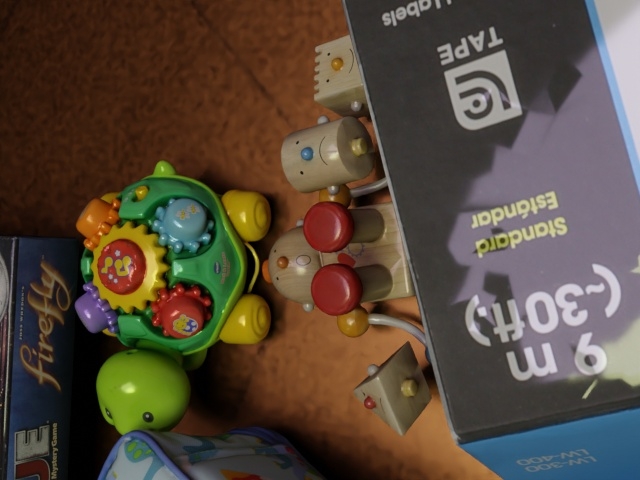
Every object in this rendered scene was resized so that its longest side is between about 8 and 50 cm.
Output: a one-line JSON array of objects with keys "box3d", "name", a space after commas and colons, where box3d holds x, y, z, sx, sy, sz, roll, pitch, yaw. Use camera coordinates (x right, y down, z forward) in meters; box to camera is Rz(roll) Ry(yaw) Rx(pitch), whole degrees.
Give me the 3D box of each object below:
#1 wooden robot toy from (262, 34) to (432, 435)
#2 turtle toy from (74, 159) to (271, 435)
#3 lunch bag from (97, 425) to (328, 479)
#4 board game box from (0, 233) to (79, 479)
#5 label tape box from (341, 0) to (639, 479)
[{"box3d": [0.000, 0.000, 0.504, 0.079, 0.076, 0.173, -11, 84, 36], "name": "wooden robot toy"}, {"box3d": [-0.077, 0.027, 0.539, 0.095, 0.066, 0.130, 0, 90, 26], "name": "turtle toy"}, {"box3d": [-0.027, 0.190, 0.471, 0.219, 0.090, 0.176, 29, 104, 45], "name": "lunch bag"}, {"box3d": [-0.229, 0.074, 0.604, 0.243, 0.042, 0.165, 3, 91, 35], "name": "board game box"}, {"box3d": [0.161, -0.018, 0.400, 0.249, 0.115, 0.348, -17, 81, 24], "name": "label tape box"}]
